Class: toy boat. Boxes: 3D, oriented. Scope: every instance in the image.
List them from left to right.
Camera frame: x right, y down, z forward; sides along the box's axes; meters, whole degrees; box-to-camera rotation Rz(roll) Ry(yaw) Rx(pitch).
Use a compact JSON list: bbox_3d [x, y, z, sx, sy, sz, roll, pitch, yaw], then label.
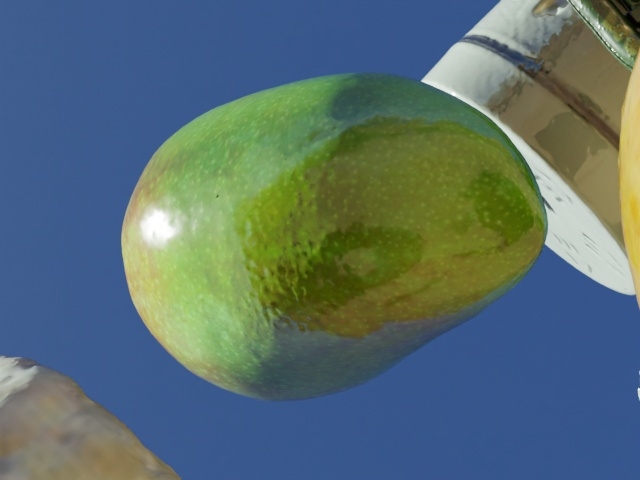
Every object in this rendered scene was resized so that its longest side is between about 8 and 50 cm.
[{"bbox_3d":[0.253,-0.193,1.062,0.104,0.052,0.210,-31,-116,-5],"label":"toy boat"}]

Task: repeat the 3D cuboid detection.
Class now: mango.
[{"bbox_3d":[0.000,0.000,0.966,0.201,0.382,0.225,-3,-94,-42],"label":"mango"}]

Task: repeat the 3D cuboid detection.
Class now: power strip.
[{"bbox_3d":[0.280,-0.098,1.495,0.161,0.357,0.357,-46,-71,-4],"label":"power strip"}]

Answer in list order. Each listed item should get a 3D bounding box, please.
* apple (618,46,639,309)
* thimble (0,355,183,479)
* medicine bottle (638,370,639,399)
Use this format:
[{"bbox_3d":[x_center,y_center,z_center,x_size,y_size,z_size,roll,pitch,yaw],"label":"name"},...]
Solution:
[{"bbox_3d":[0.317,-0.036,0.567,0.392,0.346,0.391,3,-98,-18],"label":"apple"},{"bbox_3d":[-0.131,0.214,0.670,0.195,0.291,0.291,-42,-71,-19],"label":"thimble"},{"bbox_3d":[0.424,0.151,1.273,0.226,0.139,0.139,-10,-80,-1],"label":"medicine bottle"}]
